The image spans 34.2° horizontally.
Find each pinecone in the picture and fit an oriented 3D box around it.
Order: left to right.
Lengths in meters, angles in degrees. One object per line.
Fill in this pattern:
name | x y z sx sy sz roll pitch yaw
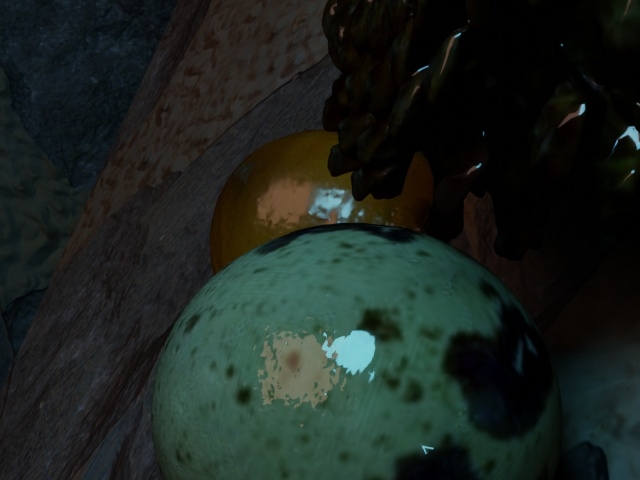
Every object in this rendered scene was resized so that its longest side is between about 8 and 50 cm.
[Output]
pinecone | 0.171 -0.167 0.793 0.398 0.398 0.397 -40 30 30

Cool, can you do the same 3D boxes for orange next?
orange | 0.000 -0.004 1.200 0.310 0.274 0.274 14 70 30

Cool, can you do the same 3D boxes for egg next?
egg | 0.016 0.133 0.798 0.379 0.288 0.287 -32 33 65
